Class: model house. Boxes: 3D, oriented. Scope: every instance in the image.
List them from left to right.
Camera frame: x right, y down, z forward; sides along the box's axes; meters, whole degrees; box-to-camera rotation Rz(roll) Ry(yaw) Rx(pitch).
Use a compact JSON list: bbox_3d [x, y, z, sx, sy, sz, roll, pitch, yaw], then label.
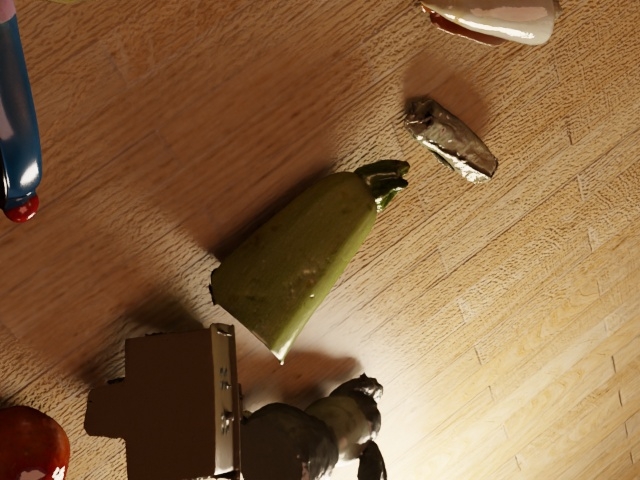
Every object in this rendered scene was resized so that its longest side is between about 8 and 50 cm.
[{"bbox_3d":[-0.159,0.201,1.198,0.176,0.181,0.248,-6,169,14],"label":"model house"}]

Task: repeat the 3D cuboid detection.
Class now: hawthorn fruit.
[{"bbox_3d":[-0.336,0.254,1.099,0.125,0.140,0.125,-47,170,-10],"label":"hawthorn fruit"}]

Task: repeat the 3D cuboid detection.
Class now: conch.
[{"bbox_3d":[0.193,-0.256,1.109,0.176,0.104,0.094,-19,113,-16],"label":"conch"}]

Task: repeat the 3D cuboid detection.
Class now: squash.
[{"bbox_3d":[-0.013,-0.008,1.170,0.287,0.137,0.137,-53,139,-13],"label":"squash"}]

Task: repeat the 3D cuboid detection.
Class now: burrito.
[{"bbox_3d":[0.165,-0.124,1.245,0.188,0.045,0.058,32,74,-44],"label":"burrito"}]

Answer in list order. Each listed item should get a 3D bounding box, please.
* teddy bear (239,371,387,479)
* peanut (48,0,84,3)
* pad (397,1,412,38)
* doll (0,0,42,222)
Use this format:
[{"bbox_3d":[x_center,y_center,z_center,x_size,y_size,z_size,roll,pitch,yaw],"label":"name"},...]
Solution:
[{"bbox_3d":[0.001,0.296,1.360,0.250,0.171,0.144,-1,147,-43],"label":"teddy bear"},{"bbox_3d":[-0.257,-0.285,0.730,0.159,0.143,0.291,-37,135,6],"label":"peanut"},{"bbox_3d":[0.179,-0.387,1.078,0.315,0.063,0.375,-40,144,5],"label":"pad"},{"bbox_3d":[-0.376,-0.072,0.732,0.309,0.284,0.240,-15,87,-23],"label":"doll"}]
